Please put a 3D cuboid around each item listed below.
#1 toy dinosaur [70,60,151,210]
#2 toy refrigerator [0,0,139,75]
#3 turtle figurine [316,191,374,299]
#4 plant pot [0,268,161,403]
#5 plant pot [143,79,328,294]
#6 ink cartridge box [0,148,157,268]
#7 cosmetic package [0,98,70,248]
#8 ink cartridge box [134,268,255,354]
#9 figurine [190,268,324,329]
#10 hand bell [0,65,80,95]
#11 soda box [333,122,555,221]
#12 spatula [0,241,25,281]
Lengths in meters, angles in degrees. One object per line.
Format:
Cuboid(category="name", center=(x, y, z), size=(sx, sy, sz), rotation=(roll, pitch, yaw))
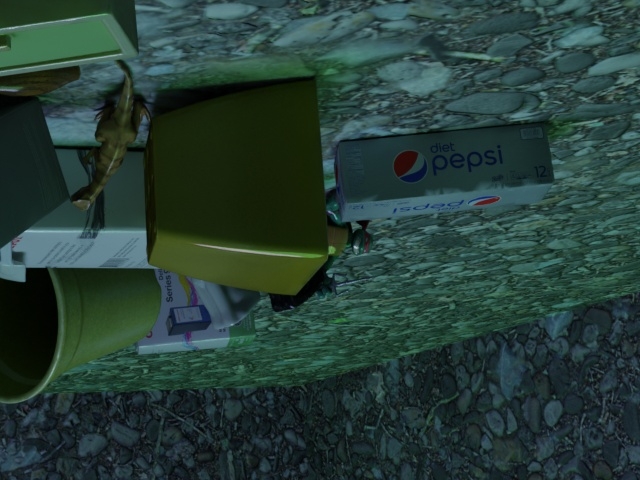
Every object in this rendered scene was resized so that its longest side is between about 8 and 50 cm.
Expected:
Cuboid(category="toy dinosaur", center=(-0.222, -0.126, 1.408), size=(0.064, 0.112, 0.211), rotation=(17, 120, -9))
Cuboid(category="toy refrigerator", center=(-0.298, -0.188, 1.069), size=(0.270, 0.094, 0.102), rotation=(-7, 167, 3))
Cuboid(category="turtle figurine", center=(0.000, 0.000, 1.937), size=(0.234, 0.175, 0.118), rotation=(4, -176, -11))
Cuboid(category="plant pot", center=(-0.390, 0.087, 1.926), size=(0.276, 0.276, 0.254), rotation=(-17, 175, 38))
Cuboid(category="plant pot", center=(-0.109, -0.055, 1.489), size=(0.187, 0.212, 0.212), rotation=(-2, 166, -12))
Cuboid(category="ink cartridge box", center=(-0.308, -0.038, 1.661), size=(0.273, 0.114, 0.198), rotation=(1, 165, -26))
Cuboid(category="cosmetic package", center=(-0.360, -0.060, 1.320), size=(0.107, 0.127, 0.238), rotation=(-10, -167, 16))
Cuboid(category="ink cartridge box", center=(-0.231, 0.116, 2.277), size=(0.213, 0.154, 0.093), rotation=(-4, 167, -9))
Cuboid(category="figurine", center=(-0.130, 0.008, 1.833), size=(0.215, 0.209, 0.092), rotation=(-18, -161, 41))
Cuboid(category="hand bell", center=(-0.350, -0.154, 1.241), size=(0.242, 0.126, 0.126), rotation=(-14, 173, -33))
Cuboid(category="soda box", center=(0.165, -0.092, 1.728), size=(0.286, 0.091, 0.098), rotation=(-6, 166, -4))
Cuboid(category="spatula", center=(-0.448, 0.011, 1.556), size=(0.168, 0.019, 0.242), rotation=(10, 161, -9))
